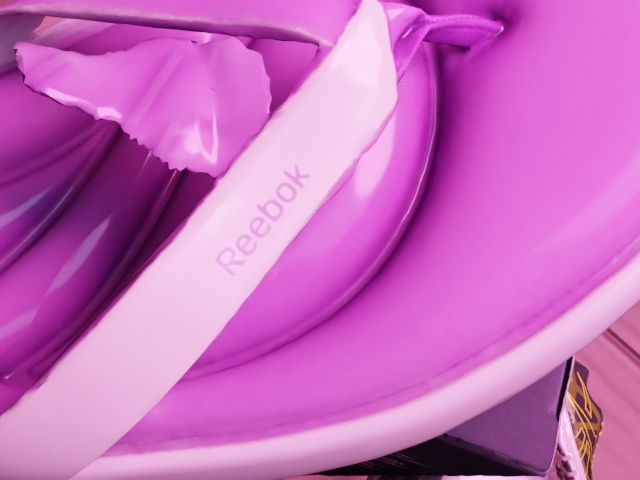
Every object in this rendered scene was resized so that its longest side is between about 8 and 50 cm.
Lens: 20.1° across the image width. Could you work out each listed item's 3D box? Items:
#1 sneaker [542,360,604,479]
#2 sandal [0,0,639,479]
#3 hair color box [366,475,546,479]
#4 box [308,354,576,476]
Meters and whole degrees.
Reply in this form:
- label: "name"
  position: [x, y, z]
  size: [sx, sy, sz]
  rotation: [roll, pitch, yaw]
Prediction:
- label: "sneaker"
  position: [0.115, 0.091, 0.815]
  size: [0.035, 0.031, 0.083]
  rotation: [-12, 89, -31]
- label: "sandal"
  position: [-0.071, -0.007, 0.503]
  size: [0.416, 0.102, 0.169]
  rotation: [-18, 72, 3]
- label: "hair color box"
  position: [0.143, 0.253, 0.698]
  size: [0.374, 0.113, 0.185]
  rotation: [35, 76, -7]
- label: "box"
  position: [0.000, 0.000, 0.659]
  size: [0.108, 0.207, 0.153]
  rotation: [22, 72, -26]
